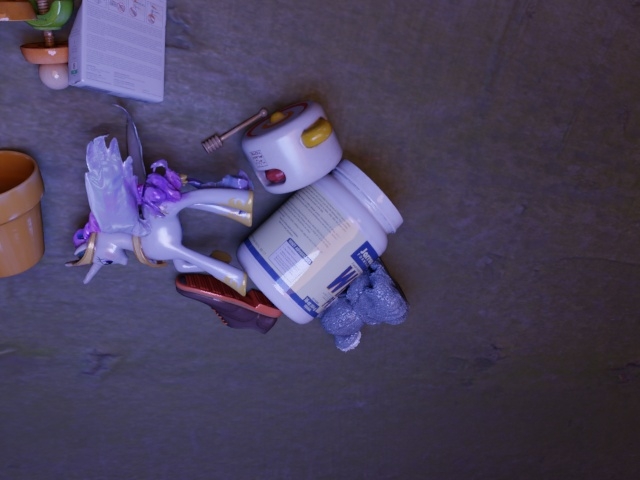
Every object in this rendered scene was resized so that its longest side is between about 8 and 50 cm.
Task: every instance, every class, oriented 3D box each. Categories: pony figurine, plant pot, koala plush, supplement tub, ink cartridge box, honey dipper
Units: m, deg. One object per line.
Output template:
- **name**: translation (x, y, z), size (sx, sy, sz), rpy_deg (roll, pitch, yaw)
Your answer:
- **pony figurine**: translation (-0.314, -0.059, 1.074), size (0.363, 0.303, 0.351), rpy_deg (5, 115, -6)
- **plant pot**: translation (-0.616, -0.040, 1.051), size (0.205, 0.205, 0.188), rpy_deg (-11, 127, -15)
- **koala plush**: translation (0.090, 0.160, 1.370), size (0.221, 0.203, 0.196), rpy_deg (-32, 116, 7)
- **supplement tub**: translation (0.000, 0.000, 1.243), size (0.325, 0.235, 0.235), rpy_deg (-43, 116, -1)
- **ink cartridge box**: translation (-0.376, -0.386, 1.043), size (0.181, 0.056, 0.225), rpy_deg (-1, 92, -55)
- **honey dipper**: translation (-0.183, -0.240, 1.214), size (0.160, 0.030, 0.030), rpy_deg (-33, 116, -10)

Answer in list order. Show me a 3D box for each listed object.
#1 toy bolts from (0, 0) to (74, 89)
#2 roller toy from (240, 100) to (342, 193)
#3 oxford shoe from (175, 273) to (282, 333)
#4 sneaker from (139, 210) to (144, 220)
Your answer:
- **toy bolts**: translation (-0.558, -0.335, 0.968), size (0.228, 0.218, 0.159), rpy_deg (2, 115, -1)
- **roller toy**: translation (-0.063, -0.202, 1.173), size (0.191, 0.209, 0.146), rpy_deg (-25, 115, 6)
- **oxford shoe**: translation (-0.220, 0.156, 1.302), size (0.271, 0.097, 0.098), rpy_deg (22, 106, -24)
- **sneaker**: translation (-0.415, -0.016, 1.202), size (0.118, 0.042, 0.067), rpy_deg (-24, 111, -12)
